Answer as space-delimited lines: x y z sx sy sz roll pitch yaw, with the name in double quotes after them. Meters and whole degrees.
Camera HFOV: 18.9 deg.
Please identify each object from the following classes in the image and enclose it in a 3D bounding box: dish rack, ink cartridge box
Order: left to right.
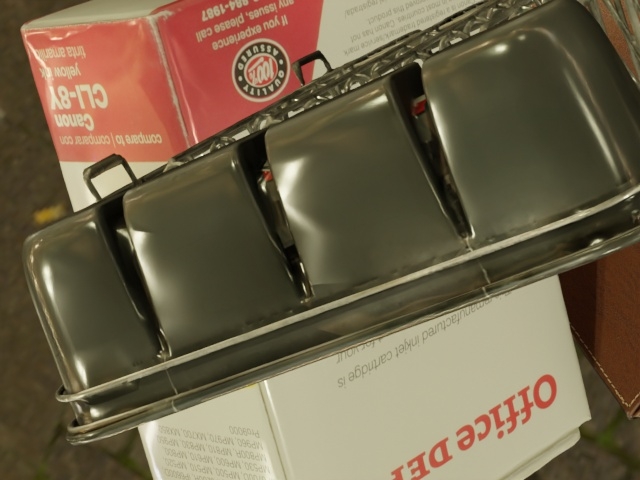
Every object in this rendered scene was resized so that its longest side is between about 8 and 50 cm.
0.000 0.000 1.276 0.160 0.279 0.384 1 111 49 "ink cartridge box"
0.042 -0.040 0.624 0.208 0.271 0.074 -20 99 29 "dish rack"

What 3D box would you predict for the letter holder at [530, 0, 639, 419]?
0.256 -0.050 1.410 0.214 0.152 0.302 -59 45 30 "letter holder"
